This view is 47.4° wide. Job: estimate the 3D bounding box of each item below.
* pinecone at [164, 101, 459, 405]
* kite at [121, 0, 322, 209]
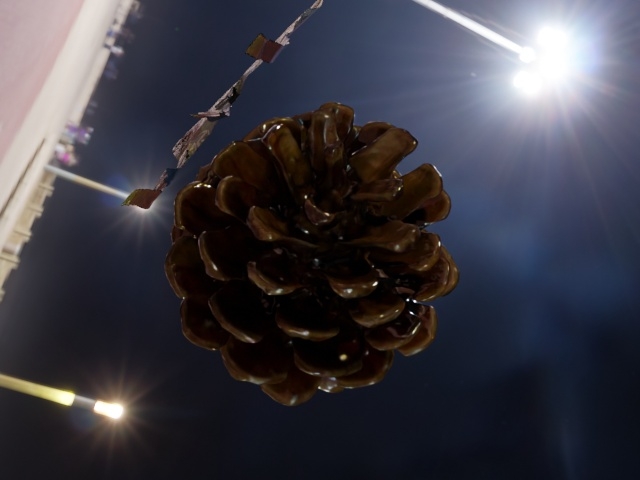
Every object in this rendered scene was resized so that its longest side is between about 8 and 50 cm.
[{"bbox_3d":[0.000,0.000,0.486,0.208,0.208,0.208,-53,-155,38],"label":"pinecone"},{"bbox_3d":[-0.069,-0.108,0.553,0.204,0.022,0.360,-43,-167,14],"label":"kite"}]
